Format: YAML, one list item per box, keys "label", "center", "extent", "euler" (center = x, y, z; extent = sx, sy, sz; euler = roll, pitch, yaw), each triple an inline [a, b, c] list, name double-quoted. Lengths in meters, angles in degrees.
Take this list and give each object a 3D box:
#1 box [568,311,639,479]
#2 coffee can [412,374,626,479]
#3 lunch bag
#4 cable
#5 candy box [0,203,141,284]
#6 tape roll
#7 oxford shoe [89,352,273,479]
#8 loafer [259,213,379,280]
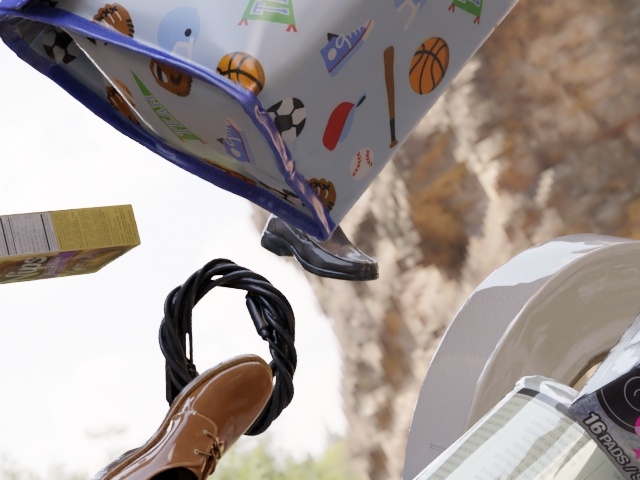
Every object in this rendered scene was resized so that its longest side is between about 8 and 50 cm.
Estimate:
- label: "box"
  center: [0.295, 0.124, 1.063]
  extent: [0.142, 0.247, 0.163]
  euler: [-39, 3, 42]
- label: "coffee can"
  center: [0.096, 0.246, 1.146]
  extent: [0.275, 0.201, 0.201]
  euler: [-40, -12, -14]
- label: "lunch bag"
  center: [-0.072, -0.237, 1.609]
  extent: [0.328, 0.385, 0.239]
  euler: [-49, -39, -17]
- label: "cable"
  center: [-0.092, 0.105, 1.850]
  extent: [0.151, 0.184, 0.047]
  euler: [-8, -17, 28]
- label: "candy box"
  center: [-0.299, 0.007, 1.958]
  extent: [0.187, 0.053, 0.109]
  euler: [-5, -15, -37]
- label: "tape roll"
  center: [0.236, 0.187, 1.593]
  extent: [0.392, 0.392, 0.072]
  euler: [-16, 16, -36]
- label: "oxford shoe"
  center: [-0.108, 0.184, 1.620]
  extent: [0.212, 0.076, 0.076]
  euler: [-45, 30, -22]
- label: "loafer"
  center: [0.000, 0.000, 2.001]
  extent: [0.062, 0.170, 0.061]
  euler: [-1, -71, -48]
